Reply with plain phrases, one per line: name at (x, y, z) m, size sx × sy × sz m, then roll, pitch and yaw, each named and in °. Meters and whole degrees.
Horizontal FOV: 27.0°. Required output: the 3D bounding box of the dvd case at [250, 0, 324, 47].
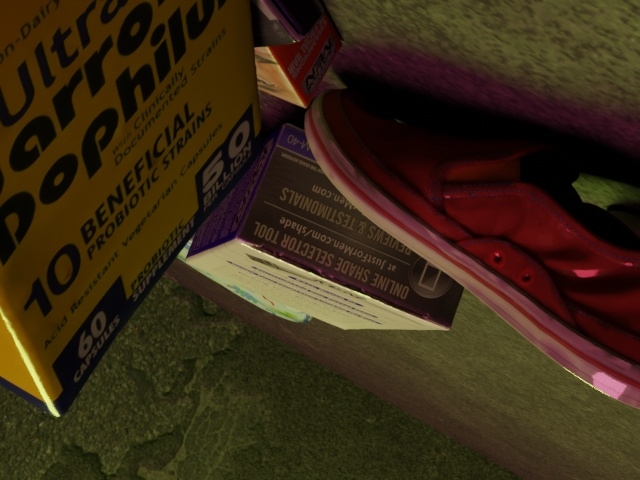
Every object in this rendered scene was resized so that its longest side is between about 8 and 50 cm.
dvd case at (-0.125, -0.186, 0.659) m, size 0.179 × 0.030 × 0.239 m, roll 5°, pitch 142°, yaw 50°

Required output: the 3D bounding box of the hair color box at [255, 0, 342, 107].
hair color box at (-0.055, -0.148, 0.787) m, size 0.093 × 0.053 × 0.167 m, roll 25°, pitch 170°, yaw 22°

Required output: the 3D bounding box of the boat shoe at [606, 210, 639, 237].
boat shoe at (0.269, 0.061, 0.852) m, size 0.227 × 0.069 × 0.081 m, roll 27°, pitch 170°, yaw 15°

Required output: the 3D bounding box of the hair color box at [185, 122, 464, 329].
hair color box at (0.000, 0.000, 1.178) m, size 0.185 × 0.110 × 0.339 m, roll 23°, pitch 173°, yaw -11°

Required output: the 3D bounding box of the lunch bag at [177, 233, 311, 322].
lunch bag at (-0.086, 0.016, 1.611) m, size 0.219 × 0.090 × 0.176 m, roll 29°, pitch 171°, yaw 3°

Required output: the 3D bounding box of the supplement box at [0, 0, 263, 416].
supplement box at (-0.161, -0.108, 0.570) m, size 0.195 × 0.194 × 0.356 m, roll 28°, pitch 156°, yaw 16°

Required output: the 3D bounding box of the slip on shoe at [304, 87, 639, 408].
slip on shoe at (0.115, -0.021, 0.836) m, size 0.123 × 0.101 × 0.331 m, roll 12°, pitch -160°, yaw -47°
